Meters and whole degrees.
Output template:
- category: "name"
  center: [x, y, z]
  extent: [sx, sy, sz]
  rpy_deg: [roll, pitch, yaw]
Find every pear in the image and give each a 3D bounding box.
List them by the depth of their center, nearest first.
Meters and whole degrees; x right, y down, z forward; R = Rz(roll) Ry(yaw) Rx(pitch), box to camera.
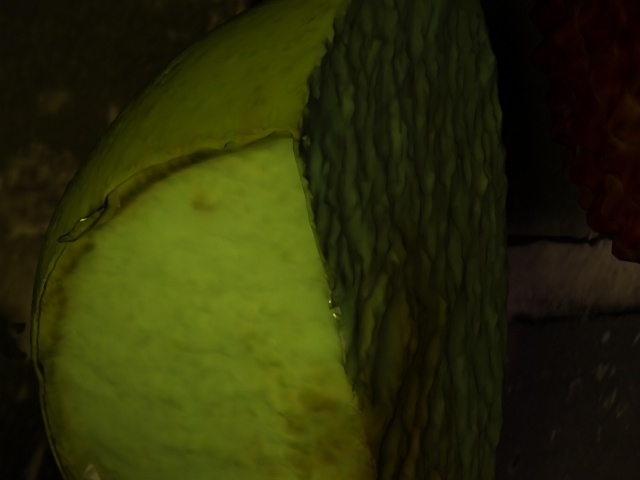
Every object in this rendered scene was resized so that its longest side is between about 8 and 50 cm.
- category: "pear"
  center: [-0.003, 0.002, 0.729]
  extent: [0.239, 0.139, 0.288]
  rpy_deg: [-57, 145, -44]

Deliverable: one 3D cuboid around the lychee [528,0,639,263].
- category: "lychee"
  center: [0.237, -0.104, 0.861]
  extent: [0.306, 0.306, 0.330]
  rpy_deg: [-41, 161, -36]
